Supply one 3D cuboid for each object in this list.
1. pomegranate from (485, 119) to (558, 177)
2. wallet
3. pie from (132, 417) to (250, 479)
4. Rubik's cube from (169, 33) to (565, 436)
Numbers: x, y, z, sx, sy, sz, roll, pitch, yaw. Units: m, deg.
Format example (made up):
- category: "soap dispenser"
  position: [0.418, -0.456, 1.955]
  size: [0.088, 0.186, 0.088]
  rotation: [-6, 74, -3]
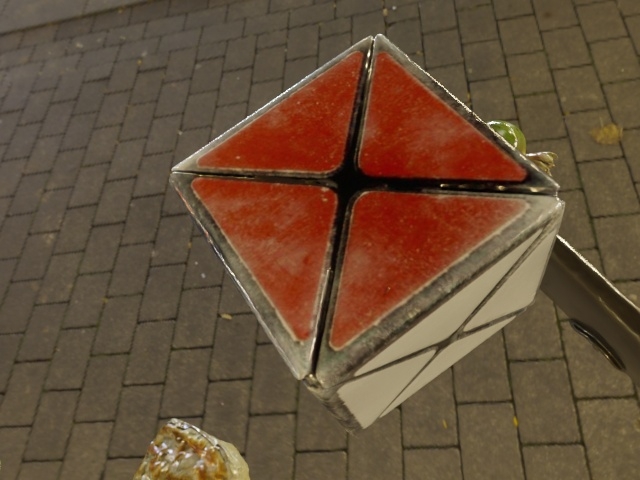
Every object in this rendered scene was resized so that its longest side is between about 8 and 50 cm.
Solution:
- category: "pomegranate"
  position: [0.270, -0.117, 0.875]
  size: [0.142, 0.114, 0.114]
  rotation: [18, 65, 29]
- category: "wallet"
  position: [0.392, 0.122, 0.781]
  size: [0.051, 0.197, 0.377]
  rotation: [-40, 73, -2]
- category: "pie"
  position: [-0.162, 0.319, 0.727]
  size: [0.205, 0.084, 0.178]
  rotation: [6, 75, 38]
- category: "Rubik's cube"
  position: [0.048, 0.003, 0.592]
  size: [0.255, 0.260, 0.259]
  rotation: [-34, 64, -6]
